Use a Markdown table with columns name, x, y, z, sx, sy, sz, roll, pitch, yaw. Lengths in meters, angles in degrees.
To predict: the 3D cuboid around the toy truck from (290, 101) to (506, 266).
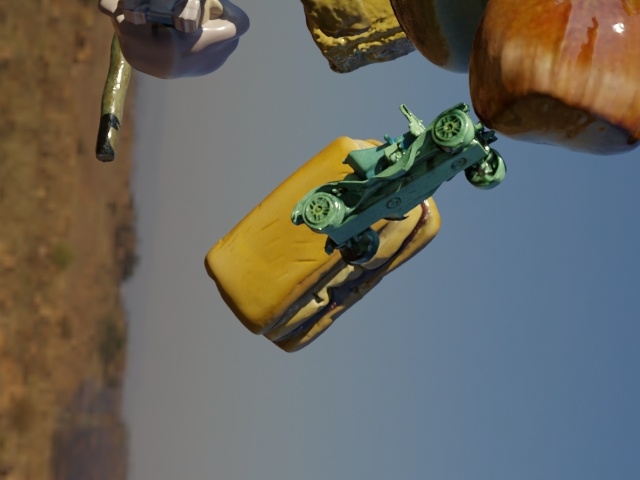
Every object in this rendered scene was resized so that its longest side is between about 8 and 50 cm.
| name | x | y | z | sx | sy | sz | roll | pitch | yaw |
| --- | --- | --- | --- | --- | --- | --- | --- | --- | --- |
| toy truck | 0.052 | -0.052 | 1.324 | 0.080 | 0.154 | 0.078 | 40 | 22 | -55 |

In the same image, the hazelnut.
| name | x | y | z | sx | sy | sz | roll | pitch | yaw |
| --- | --- | --- | --- | --- | --- | --- | --- | --- | --- |
| hazelnut | 0.188 | -0.137 | 1.344 | 0.150 | 0.150 | 0.150 | -175 | -90 | -85 |

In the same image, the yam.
| name | x | y | z | sx | sy | sz | roll | pitch | yaw |
| --- | --- | --- | --- | --- | --- | --- | --- | --- | --- |
| yam | -0.202 | -0.180 | 1.837 | 0.029 | 0.027 | 0.234 | 50 | 39 | -49 |

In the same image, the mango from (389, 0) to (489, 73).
| name | x | y | z | sx | sy | sz | roll | pitch | yaw |
| --- | --- | --- | --- | --- | --- | --- | --- | --- | --- |
| mango | 0.143 | -0.295 | 2.107 | 0.289 | 0.129 | 0.146 | 59 | 5 | -51 |

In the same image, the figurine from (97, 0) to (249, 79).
| name | x | y | z | sx | sy | sz | roll | pitch | yaw |
| --- | --- | --- | --- | --- | --- | --- | --- | --- | --- |
| figurine | -0.131 | -0.207 | 1.609 | 0.229 | 0.137 | 0.112 | 104 | -13 | -74 |

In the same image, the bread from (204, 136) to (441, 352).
| name | x | y | z | sx | sy | sz | roll | pitch | yaw |
| --- | --- | --- | --- | --- | --- | --- | --- | --- | --- |
| bread | 0.000 | 0.000 | 1.579 | 0.116 | 0.200 | 0.077 | 55 | 11 | 29 |

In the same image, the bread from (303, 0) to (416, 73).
| name | x | y | z | sx | sy | sz | roll | pitch | yaw |
| --- | --- | --- | --- | --- | --- | --- | --- | --- | --- |
| bread | 0.092 | -0.327 | 2.394 | 0.121 | 0.245 | 0.174 | -46 | 116 | -80 |

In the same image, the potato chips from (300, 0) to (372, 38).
| name | x | y | z | sx | sy | sz | roll | pitch | yaw |
| --- | --- | --- | --- | --- | --- | --- | --- | --- | --- |
| potato chips | -0.075 | -0.348 | 1.537 | 0.407 | 0.057 | 0.080 | 58 | 12 | -21 |
